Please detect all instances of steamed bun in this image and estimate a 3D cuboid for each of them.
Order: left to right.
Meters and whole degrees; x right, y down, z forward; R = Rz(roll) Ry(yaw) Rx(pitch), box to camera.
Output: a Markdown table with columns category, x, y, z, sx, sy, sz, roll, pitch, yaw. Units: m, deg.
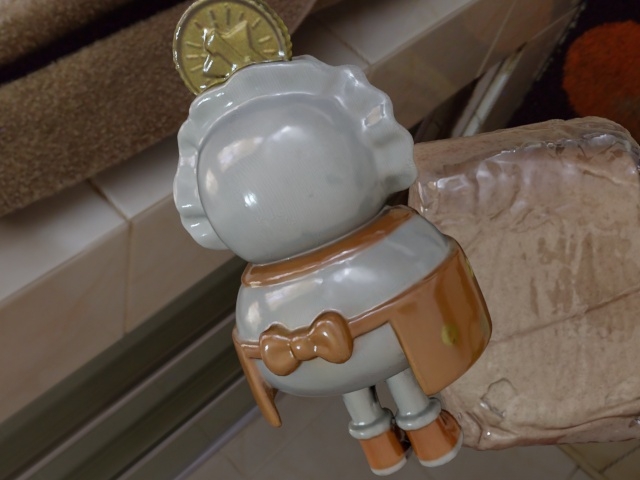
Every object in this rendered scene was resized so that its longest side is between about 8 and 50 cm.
| category | x | y | z | sx | sy | sz | roll | pitch | yaw |
| --- | --- | --- | --- | --- | --- | --- | --- | --- | --- |
| steamed bun | 0.196 | 0.038 | 0.789 | 0.199 | 0.251 | 0.302 | -113 | 13 | -78 |

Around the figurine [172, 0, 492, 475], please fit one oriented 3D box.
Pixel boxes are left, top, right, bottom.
| category | x | y | z | sx | sy | sz | roll | pitch | yaw |
| --- | --- | --- | --- | --- | --- | --- | --- | --- | --- |
| figurine | -0.001 | 0.006 | 0.431 | 0.143 | 0.143 | 0.271 | 6 | 135 | 49 |
